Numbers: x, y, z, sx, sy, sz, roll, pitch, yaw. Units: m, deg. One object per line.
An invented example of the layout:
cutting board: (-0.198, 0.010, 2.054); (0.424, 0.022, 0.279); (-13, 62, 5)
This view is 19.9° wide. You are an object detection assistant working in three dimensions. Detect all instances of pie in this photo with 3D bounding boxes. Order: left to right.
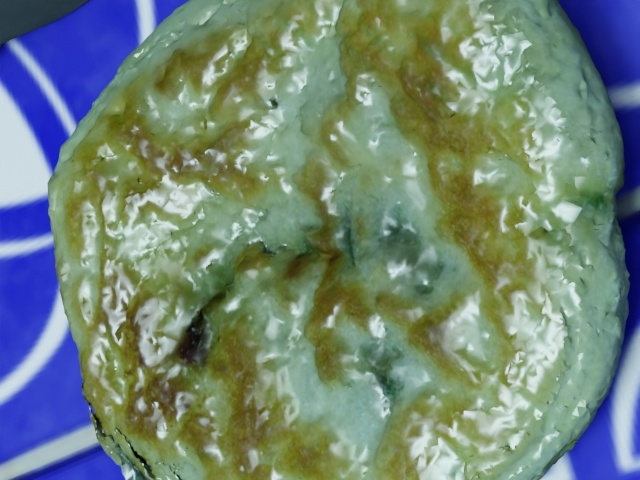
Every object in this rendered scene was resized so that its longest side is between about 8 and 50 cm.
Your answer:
pie: (0.000, 0.000, 0.634); (0.240, 0.054, 0.240); (-1, 89, 34)

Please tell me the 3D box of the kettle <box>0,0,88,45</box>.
kettle: (-0.151, -0.154, 0.716); (0.127, 0.098, 0.148); (-29, 76, 23)
